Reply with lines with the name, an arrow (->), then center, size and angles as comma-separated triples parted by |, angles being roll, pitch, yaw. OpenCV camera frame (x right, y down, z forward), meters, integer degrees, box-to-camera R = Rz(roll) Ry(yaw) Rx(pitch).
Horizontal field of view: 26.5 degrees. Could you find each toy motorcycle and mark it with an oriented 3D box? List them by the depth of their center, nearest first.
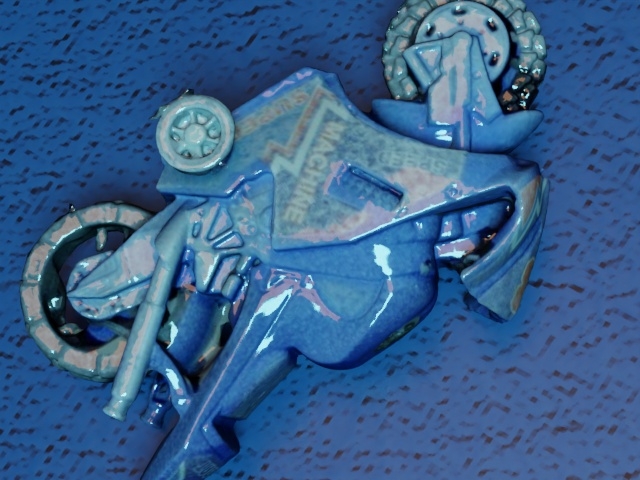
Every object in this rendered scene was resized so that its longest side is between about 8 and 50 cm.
toy motorcycle -> 0.000, 0.000, 0.456 | 0.205, 0.076, 0.114 | -33, 77, 0
